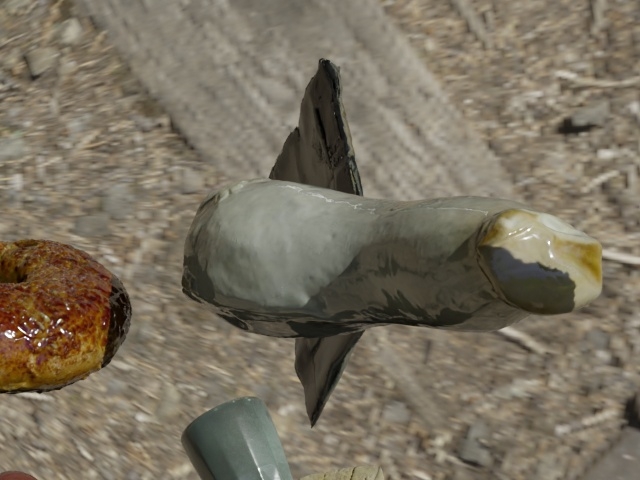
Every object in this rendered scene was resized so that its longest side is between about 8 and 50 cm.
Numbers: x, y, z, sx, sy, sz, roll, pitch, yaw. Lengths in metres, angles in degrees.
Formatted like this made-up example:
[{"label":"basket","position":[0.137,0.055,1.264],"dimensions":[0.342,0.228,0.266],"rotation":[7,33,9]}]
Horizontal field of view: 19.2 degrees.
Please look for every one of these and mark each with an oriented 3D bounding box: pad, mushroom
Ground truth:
[{"label":"pad","position":[-0.001,0.000,1.421],"dimensions":[0.022,0.174,0.233],"rotation":[5,50,-19]},{"label":"mushroom","position":[0.030,0.012,1.138],"dimensions":[0.109,0.351,0.097],"rotation":[23,74,-40]}]

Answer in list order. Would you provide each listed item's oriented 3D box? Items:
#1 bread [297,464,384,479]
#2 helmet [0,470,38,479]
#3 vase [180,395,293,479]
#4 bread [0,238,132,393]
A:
[{"label":"bread","position":[-0.002,0.249,1.498],"dimensions":[0.077,0.152,0.105],"rotation":[-11,93,24]},{"label":"helmet","position":[-0.083,0.132,0.594],"dimensions":[0.057,0.089,0.111],"rotation":[10,82,17]},{"label":"vase","position":[-0.046,0.252,1.714],"dimensions":[0.086,0.086,0.214],"rotation":[-22,69,-16]},{"label":"bread","position":[-0.220,0.041,1.281],"dimensions":[0.193,0.193,0.064],"rotation":[4,116,-18]}]
